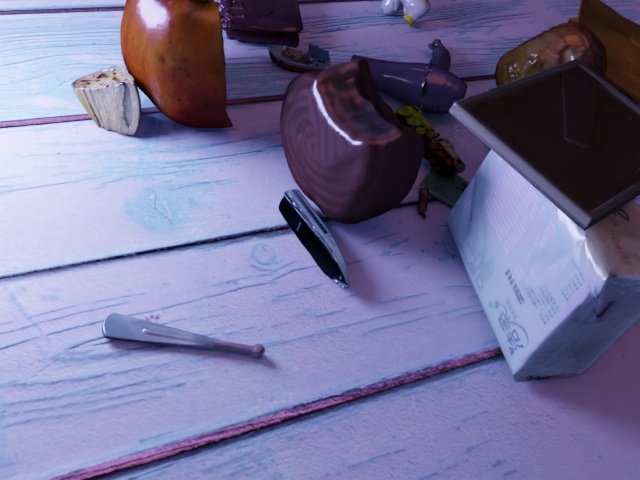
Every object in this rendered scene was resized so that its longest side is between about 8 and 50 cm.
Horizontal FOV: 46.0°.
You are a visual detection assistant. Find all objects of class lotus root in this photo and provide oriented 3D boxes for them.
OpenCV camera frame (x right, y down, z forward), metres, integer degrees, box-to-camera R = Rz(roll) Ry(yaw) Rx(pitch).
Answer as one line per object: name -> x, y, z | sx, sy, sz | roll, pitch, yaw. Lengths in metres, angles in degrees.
lotus root -> -0.440, -0.304, 1.600 | 0.159, 0.135, 0.095 | 13, 44, 13

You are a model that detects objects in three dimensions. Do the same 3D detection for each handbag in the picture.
handbag -> -0.161, -0.592, 1.985 | 0.216, 0.074, 0.203 | -1, 49, -16
handbag -> 0.849, -0.542, 2.222 | 0.283, 0.133, 0.401 | 26, 47, 0

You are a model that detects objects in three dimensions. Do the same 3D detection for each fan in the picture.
fan -> -0.236, 0.167, 1.311 | 0.282, 0.023, 0.057 | 10, 38, -9

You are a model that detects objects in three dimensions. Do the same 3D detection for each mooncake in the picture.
mooncake -> 0.055, -0.198, 1.538 | 0.174, 0.334, 0.325 | -17, 96, -28

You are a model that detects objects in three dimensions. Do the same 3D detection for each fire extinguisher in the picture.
fire extinguisher -> 0.230, -0.082, 1.682 | 0.028, 0.022, 0.083 | 38, 41, -25

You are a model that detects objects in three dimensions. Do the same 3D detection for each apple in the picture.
apple -> -0.281, -0.422, 1.597 | 0.329, 0.365, 0.295 | 31, 66, 6

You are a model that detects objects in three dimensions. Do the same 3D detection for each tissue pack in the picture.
tissue pack -> 0.443, 0.013, 1.452 | 0.205, 0.331, 0.405 | 1, 49, -22

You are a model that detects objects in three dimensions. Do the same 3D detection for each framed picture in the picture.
framed picture -> 0.489, -0.203, 1.418 | 0.446, 0.028, 0.326 | -24, 61, -38

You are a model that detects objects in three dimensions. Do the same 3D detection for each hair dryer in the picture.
hair dryer -> 0.259, -0.462, 2.002 | 0.301, 0.121, 0.361 | 19, 36, 12

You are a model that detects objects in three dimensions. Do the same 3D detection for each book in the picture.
book -> 0.303, -0.119, 1.739 | 0.135, 0.017, 0.103 | 31, 48, 12

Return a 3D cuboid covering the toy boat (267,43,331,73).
toy boat -> -0.051, -0.466, 1.912 | 0.173, 0.058, 0.069 | 8, 47, -10

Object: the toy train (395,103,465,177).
toy train -> 0.259, -0.237, 1.794 | 0.085, 0.053, 0.249 | -12, 47, -26

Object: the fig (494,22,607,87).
fig -> 0.629, -0.372, 1.968 | 0.286, 0.286, 0.368 | -22, 90, -32

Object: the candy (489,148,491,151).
candy -> 0.472, -0.230, 1.855 | 0.141, 0.078, 0.203 | 9, 53, -10

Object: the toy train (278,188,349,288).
toy train -> 0.000, 0.000, 1.515 | 0.048, 0.055, 0.252 | -12, 54, -38

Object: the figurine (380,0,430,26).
figurine -> 0.233, -0.699, 2.163 | 0.178, 0.129, 0.109 | 33, 51, 12
